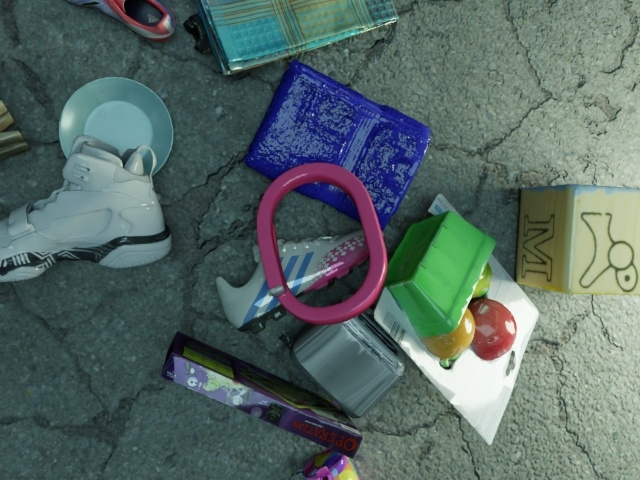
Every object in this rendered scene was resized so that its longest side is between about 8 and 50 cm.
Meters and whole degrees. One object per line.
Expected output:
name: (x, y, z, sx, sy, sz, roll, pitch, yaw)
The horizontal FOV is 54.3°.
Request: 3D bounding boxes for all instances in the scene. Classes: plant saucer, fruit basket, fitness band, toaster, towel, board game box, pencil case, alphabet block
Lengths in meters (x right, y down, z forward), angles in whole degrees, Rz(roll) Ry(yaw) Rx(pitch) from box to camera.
plant saucer: (-0.362, -0.191, 1.118, 0.195, 0.037, 0.195, 0, 91, -10)
fruit basket: (0.260, 0.139, 1.162, 0.353, 0.165, 0.327, 50, 52, -23)
fitness band: (0.000, 0.000, 1.070, 0.209, 0.054, 0.290, -16, 67, 6)
toaster: (0.052, 0.201, 1.144, 0.227, 0.129, 0.146, 44, 109, -6)
towel: (0.038, -0.177, 1.171, 0.308, 0.076, 0.227, 25, 87, -10)
towel: (-0.053, -0.478, 1.129, 0.370, 0.040, 0.271, -22, 97, -20)
board game box: (-0.106, 0.265, 1.096, 0.347, 0.208, 0.056, 26, 91, -10)
pencil case: (0.050, 0.511, 1.190, 0.104, 0.104, 0.236, -30, 98, -8)
alphabet block: (0.508, -0.002, 1.204, 0.192, 0.193, 0.197, 3, 92, -9)

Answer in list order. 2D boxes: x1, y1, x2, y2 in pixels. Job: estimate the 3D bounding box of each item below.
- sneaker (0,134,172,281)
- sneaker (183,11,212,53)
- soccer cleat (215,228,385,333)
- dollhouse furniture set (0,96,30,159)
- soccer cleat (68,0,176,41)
sneaker: (-0.438, -0.059, 1.033, 0.366, 0.137, 0.210, -5, 114, -15)
sneaker: (-0.208, -0.414, 1.126, 0.085, 0.058, 0.152, -12, 101, -18)
soccer cleat: (-0.039, 0.039, 1.148, 0.331, 0.116, 0.143, -31, 86, -11)
dollhouse furniture set: (-0.593, -0.251, 0.963, 0.135, 0.259, 0.262, -30, 96, -18)
soccer cleat: (-0.365, -0.427, 1.079, 0.248, 0.095, 0.083, 28, 87, -10)
